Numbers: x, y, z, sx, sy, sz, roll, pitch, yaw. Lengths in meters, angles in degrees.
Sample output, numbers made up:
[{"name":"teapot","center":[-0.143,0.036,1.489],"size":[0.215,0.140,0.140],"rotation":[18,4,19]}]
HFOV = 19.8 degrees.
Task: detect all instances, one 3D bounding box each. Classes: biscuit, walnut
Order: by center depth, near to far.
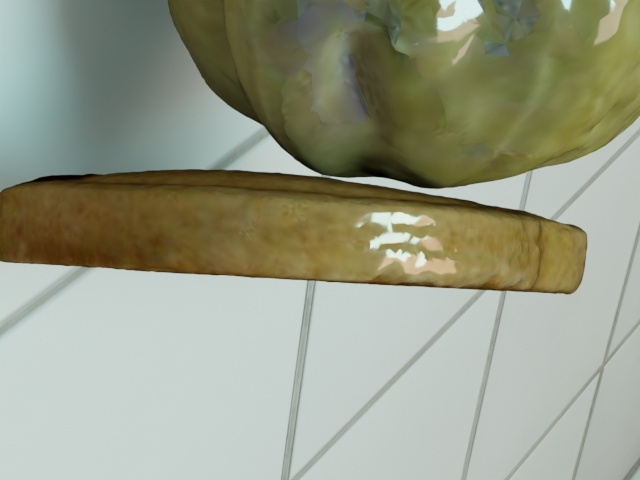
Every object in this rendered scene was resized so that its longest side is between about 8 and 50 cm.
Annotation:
[{"name":"walnut","center":[0.065,-0.220,1.151],"size":[0.383,0.383,0.384],"rotation":[-48,153,-35]},{"name":"biscuit","center":[0.000,-0.001,1.227],"size":[0.455,0.349,0.078],"rotation":[11,86,-78]}]
